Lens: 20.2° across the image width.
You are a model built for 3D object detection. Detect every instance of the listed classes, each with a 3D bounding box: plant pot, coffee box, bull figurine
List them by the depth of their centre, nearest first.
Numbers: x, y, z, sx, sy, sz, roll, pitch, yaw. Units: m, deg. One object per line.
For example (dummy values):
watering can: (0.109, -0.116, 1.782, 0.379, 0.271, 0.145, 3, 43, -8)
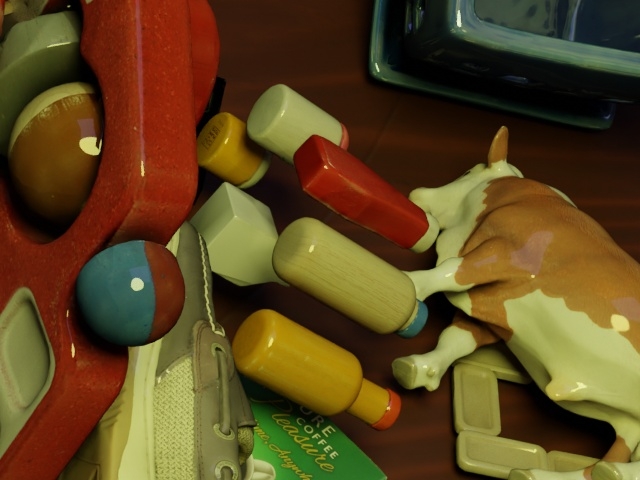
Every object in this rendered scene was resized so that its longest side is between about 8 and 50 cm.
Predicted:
coffee box: (-0.061, 0.145, 1.000, 0.113, 0.040, 0.184, 42, 45, 16)
bull figurine: (0.146, 0.052, 1.131, 0.188, 0.101, 0.310, -29, 54, -35)
plant pot: (0.165, -0.209, 1.289, 0.236, 0.212, 0.236, 10, 78, -19)

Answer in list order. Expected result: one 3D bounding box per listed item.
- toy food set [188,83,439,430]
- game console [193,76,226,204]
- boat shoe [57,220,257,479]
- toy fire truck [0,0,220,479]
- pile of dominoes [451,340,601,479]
toy food set: (0.000, 0.000, 1.072, 0.104, 0.111, 0.232, 31, 22, -30)
game console: (-0.163, -0.168, 1.236, 0.213, 0.044, 0.361, 19, 44, -11)
boat shoe: (-0.080, 0.100, 0.937, 0.092, 0.103, 0.285, 24, 36, -21)
toy fire truck: (-0.149, -0.009, 0.918, 0.169, 0.302, 0.254, 10, 41, -40)
pile of dominoes: (0.198, 0.162, 1.135, 0.251, 0.040, 0.196, 13, 40, -8)
